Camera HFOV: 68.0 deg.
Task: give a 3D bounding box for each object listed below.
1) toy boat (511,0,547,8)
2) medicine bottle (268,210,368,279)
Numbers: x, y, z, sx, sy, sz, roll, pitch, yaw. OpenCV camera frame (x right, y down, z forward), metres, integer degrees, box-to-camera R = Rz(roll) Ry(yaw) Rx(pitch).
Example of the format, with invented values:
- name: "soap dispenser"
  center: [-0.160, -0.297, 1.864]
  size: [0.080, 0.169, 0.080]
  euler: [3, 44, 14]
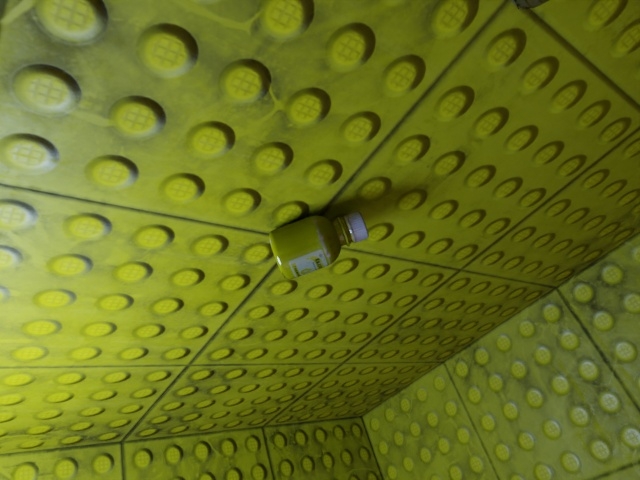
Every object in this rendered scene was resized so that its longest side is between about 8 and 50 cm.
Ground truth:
- name: "toy boat"
  center: [0.286, -0.424, 0.690]
  size: [0.226, 0.068, 0.088]
  euler: [21, 123, -44]
- name: "medicine bottle"
  center: [0.000, 0.000, 1.084]
  size: [0.213, 0.121, 0.122]
  euler: [-20, 146, 0]
